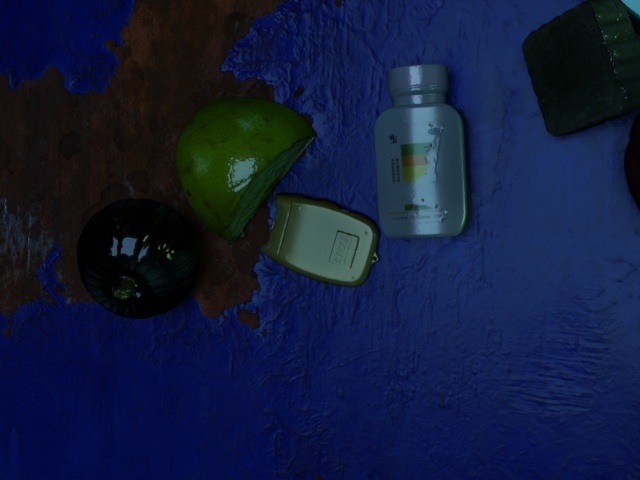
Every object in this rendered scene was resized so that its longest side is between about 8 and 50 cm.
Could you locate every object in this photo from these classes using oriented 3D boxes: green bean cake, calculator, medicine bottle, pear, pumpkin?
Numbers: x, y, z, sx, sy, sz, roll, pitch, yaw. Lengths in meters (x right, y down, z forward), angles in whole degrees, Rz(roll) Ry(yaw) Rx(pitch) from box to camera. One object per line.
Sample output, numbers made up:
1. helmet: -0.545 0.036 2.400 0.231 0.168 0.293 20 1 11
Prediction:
1. green bean cake: 0.422 -0.272 1.226 0.094 0.185 0.183 -15 88 -18
2. calculator: 0.000 0.000 1.478 0.237 0.033 0.157 18 99 16
3. medicine bottle: 0.178 -0.153 1.361 0.161 0.111 0.296 0 94 20
4. pear: -0.189 -0.171 1.486 0.239 0.139 0.288 45 106 20
5. pumpkin: -0.360 0.044 1.521 0.250 0.216 0.249 5 128 6

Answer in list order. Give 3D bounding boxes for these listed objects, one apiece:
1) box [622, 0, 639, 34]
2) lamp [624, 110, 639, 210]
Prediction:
1. box: 0.470 -0.494 1.222 0.311 0.118 0.205 43 108 12
2. lamp: 0.601 -0.128 1.129 0.303 0.257 0.303 -2 130 -3
